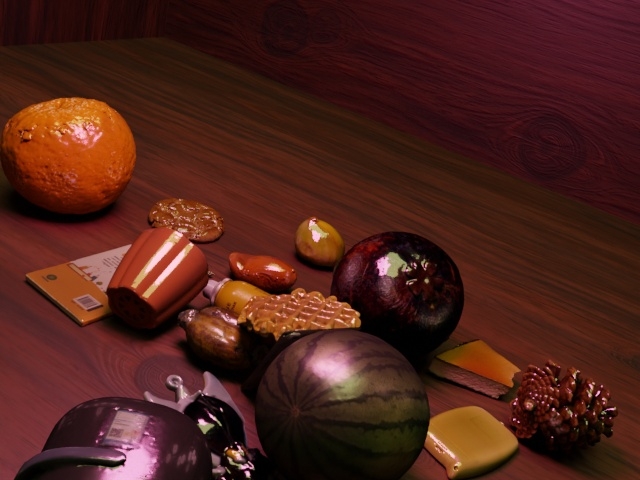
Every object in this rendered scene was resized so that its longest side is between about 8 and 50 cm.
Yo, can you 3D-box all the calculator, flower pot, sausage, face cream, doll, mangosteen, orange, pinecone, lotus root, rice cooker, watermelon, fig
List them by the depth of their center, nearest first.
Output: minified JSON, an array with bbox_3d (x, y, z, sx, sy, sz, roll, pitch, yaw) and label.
[{"bbox_3d":[-0.279,0.350,0.928,0.267,0.267,0.224,13,25,-6],"label":"rice cooker"},{"bbox_3d":[-0.166,0.345,1.161,0.146,0.103,0.316,-31,58,-32],"label":"doll"},{"bbox_3d":[0.045,0.295,1.166,0.279,0.278,0.359,36,3,36],"label":"watermelon"},{"bbox_3d":[0.305,0.403,1.390,0.237,0.033,0.157,-7,33,-41],"label":"calculator"},{"bbox_3d":[-0.206,0.202,1.411,0.210,0.120,0.120,24,27,14],"label":"lotus root"},{"bbox_3d":[0.520,0.359,1.435,0.212,0.185,0.168,28,50,-6],"label":"pinecone"},{"bbox_3d":[-0.362,0.090,1.471,0.191,0.190,0.173,22,42,12],"label":"flower pot"},{"bbox_3d":[-0.112,0.178,1.522,0.349,0.105,0.105,25,27,18],"label":"face cream"},{"bbox_3d":[0.170,0.132,1.580,0.330,0.330,0.330,13,26,-6],"label":"mangosteen"},{"bbox_3d":[-0.149,0.081,1.729,0.179,0.089,0.089,15,26,7],"label":"sausage"},{"bbox_3d":[-0.660,-0.219,1.799,0.341,0.293,0.340,-3,27,2],"label":"orange"},{"bbox_3d":[-0.003,0.011,1.909,0.153,0.120,0.136,30,13,-25],"label":"fig"}]

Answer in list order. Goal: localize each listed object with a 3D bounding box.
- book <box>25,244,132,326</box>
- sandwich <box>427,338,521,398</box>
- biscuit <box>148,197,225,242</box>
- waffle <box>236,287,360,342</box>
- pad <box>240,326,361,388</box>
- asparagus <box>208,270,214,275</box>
[{"bbox_3d":[-0.490,0.094,1.572,0.208,0.020,0.295,30,29,27],"label":"book"},{"bbox_3d":[0.370,0.309,1.582,0.193,0.058,0.162,-7,35,-43],"label":"sandwich"},{"bbox_3d":[-0.377,-0.061,1.922,0.226,0.042,0.226,13,27,-7],"label":"biscuit"},{"bbox_3d":[-0.049,0.153,1.382,0.253,0.056,0.249,2,14,-18],"label":"waffle"},{"bbox_3d":[-0.042,0.231,1.306,0.160,0.265,0.009,0,57,-27],"label":"pad"},{"bbox_3d":[-0.325,0.075,1.709,0.114,0.014,0.015,11,5,-8],"label":"asparagus"}]
